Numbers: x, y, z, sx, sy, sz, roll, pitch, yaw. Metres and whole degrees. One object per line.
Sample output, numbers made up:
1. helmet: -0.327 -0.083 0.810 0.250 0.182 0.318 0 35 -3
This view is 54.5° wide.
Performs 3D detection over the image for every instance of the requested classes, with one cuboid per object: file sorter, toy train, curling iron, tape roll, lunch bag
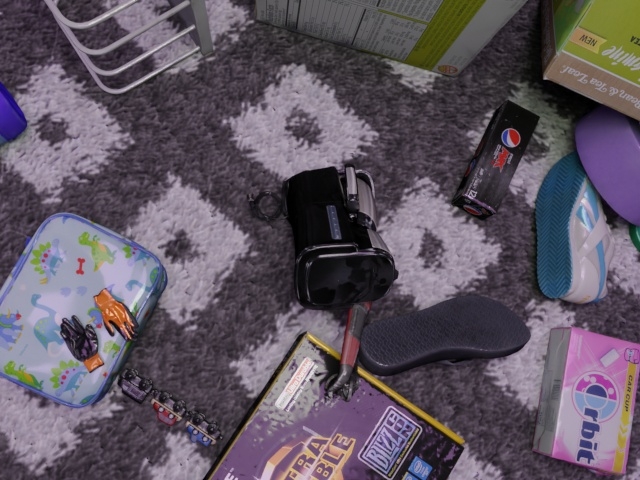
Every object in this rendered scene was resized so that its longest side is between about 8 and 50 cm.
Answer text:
1. file sorter: -0.265 -0.336 0.775 0.173 0.278 0.193 -33 86 -10
2. toy train: -0.197 0.222 0.814 0.158 0.027 0.036 33 81 0
3. curling iron: 0.045 0.083 0.809 0.035 0.068 0.274 20 51 -9
4. tape roll: 0.458 -0.119 0.887 0.189 0.080 0.189 18 55 -28
5. lunch bag: -0.312 0.085 0.790 0.176 0.090 0.219 25 78 -4

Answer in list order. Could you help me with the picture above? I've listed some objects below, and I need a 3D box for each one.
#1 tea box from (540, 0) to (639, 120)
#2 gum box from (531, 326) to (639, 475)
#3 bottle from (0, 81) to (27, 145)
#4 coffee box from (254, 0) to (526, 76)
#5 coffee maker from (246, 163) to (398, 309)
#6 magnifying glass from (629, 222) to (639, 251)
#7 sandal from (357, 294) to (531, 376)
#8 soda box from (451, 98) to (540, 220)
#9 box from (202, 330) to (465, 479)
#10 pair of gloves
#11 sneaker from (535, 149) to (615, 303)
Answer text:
1. tea box: 0.457 -0.360 0.784 0.220 0.323 0.329 23 41 0
2. gum box: 0.371 0.225 0.868 0.107 0.062 0.188 15 79 -4
3. bottle: -0.523 -0.116 0.783 0.283 0.118 0.092 -33 86 -12
4. coffee box: 0.109 -0.463 0.798 0.334 0.338 0.338 14 85 -4
5. coffee maker: 0.000 0.000 0.799 0.171 0.178 0.120 -20 127 11
6. magnifying glass: 0.584 0.010 0.952 0.231 0.026 0.092 21 78 -4
7. sandal: 0.166 0.134 0.857 0.254 0.054 0.097 -5 48 -16
8. soda box: 0.258 -0.118 0.917 0.060 0.053 0.169 28 79 -2
9. box: -0.006 0.322 0.797 0.257 0.079 0.322 36 78 -2
10. pair of gloves: -0.264 0.107 0.743 0.083 0.010 0.074 -37 88 -7
11. sneaker: 0.376 -0.021 0.908 0.092 0.087 0.229 15 78 -24
